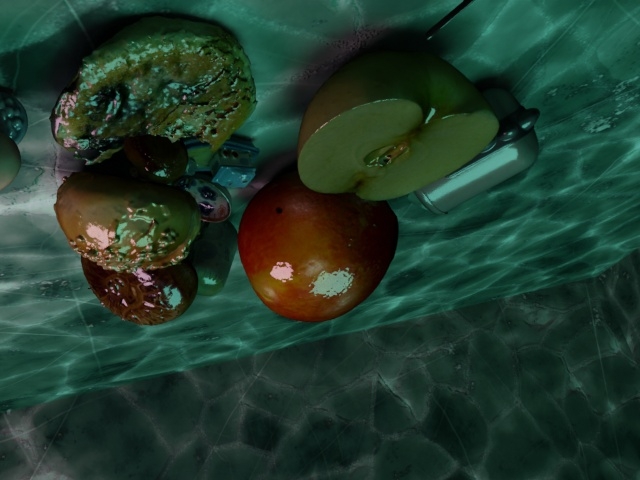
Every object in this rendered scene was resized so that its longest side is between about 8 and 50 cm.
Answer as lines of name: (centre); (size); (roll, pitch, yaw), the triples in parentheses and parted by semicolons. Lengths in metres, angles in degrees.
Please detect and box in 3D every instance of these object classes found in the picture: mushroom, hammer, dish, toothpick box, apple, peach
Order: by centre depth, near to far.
mushroom: (-0.310, -0.166, 1.453); (0.127, 0.127, 0.087); (-4, 160, -32)
apple: (0.128, -0.200, 1.501); (0.312, 0.320, 0.360); (-50, -173, -37)
dish: (-0.252, -0.116, 1.717); (0.141, 0.078, 0.141); (14, 143, 11)
toothpick box: (0.347, -0.212, 1.730); (0.316, 0.229, 0.229); (-28, 157, 25)
mushroom: (-0.419, 0.067, 1.764); (0.163, 0.297, 0.278); (-46, 156, -62)
peach: (0.000, 0.000, 1.785); (0.388, 0.388, 0.388); (-15, 159, -6)
hammer: (-0.368, 0.056, 1.943); (0.335, 0.206, 0.119); (-10, 134, 28)

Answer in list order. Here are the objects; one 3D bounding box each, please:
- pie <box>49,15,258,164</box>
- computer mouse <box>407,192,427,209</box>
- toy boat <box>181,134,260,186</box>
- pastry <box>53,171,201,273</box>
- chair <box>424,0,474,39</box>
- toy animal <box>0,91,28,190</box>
pie: (-0.265, -0.248, 1.297); (0.371, 0.078, 0.296); (-11, 148, -30)
computer mouse: (0.341, -0.186, 1.966); (0.159, 0.097, 0.288); (8, 137, -46)
toy boat: (-0.234, -0.159, 1.569); (0.238, 0.098, 0.109); (0, 150, -38)
pastry: (-0.383, -0.032, 1.526); (0.284, 0.184, 0.315); (10, -177, -6)
chair: (0.211, -0.446, 1.123); (0.247, 0.172, 0.158); (-20, 159, 28)
toy animal: (-0.594, -0.140, 1.197); (0.221, 0.210, 0.229); (-31, -168, 21)
